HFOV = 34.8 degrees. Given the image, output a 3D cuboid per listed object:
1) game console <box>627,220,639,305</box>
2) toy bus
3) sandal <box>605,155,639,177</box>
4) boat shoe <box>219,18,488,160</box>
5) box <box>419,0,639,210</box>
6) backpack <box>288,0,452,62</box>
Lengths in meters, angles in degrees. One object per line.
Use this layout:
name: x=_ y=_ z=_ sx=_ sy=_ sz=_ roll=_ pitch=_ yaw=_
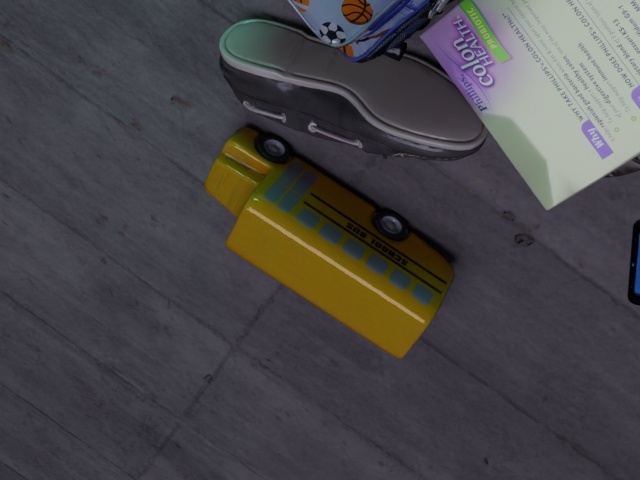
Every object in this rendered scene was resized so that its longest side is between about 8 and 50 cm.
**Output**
game console: x=0.402 y=0.051 z=1.154 sx=0.071 sy=0.107 sz=0.122 roll=-8 pitch=125 yaw=0
toy bus: x=0.000 y=0.000 z=1.290 sx=0.333 sy=0.130 sz=0.108 roll=33 pitch=134 yaw=2
sandal: x=0.342 y=-0.127 z=1.055 sx=0.219 sy=0.060 sz=0.090 roll=-19 pitch=100 yaw=27
boat shoe: x=0.036 y=-0.161 z=1.172 sx=0.335 sy=0.112 sz=0.095 roll=23 pitch=150 yaw=18
box: x=0.261 y=-0.188 z=0.963 sx=0.243 sy=0.117 sz=0.213 roll=-36 pitch=91 yaw=34
backpack: x=0.059 y=-0.327 z=0.961 sx=0.263 sy=0.213 sz=0.276 roll=-36 pitch=101 yaw=31
